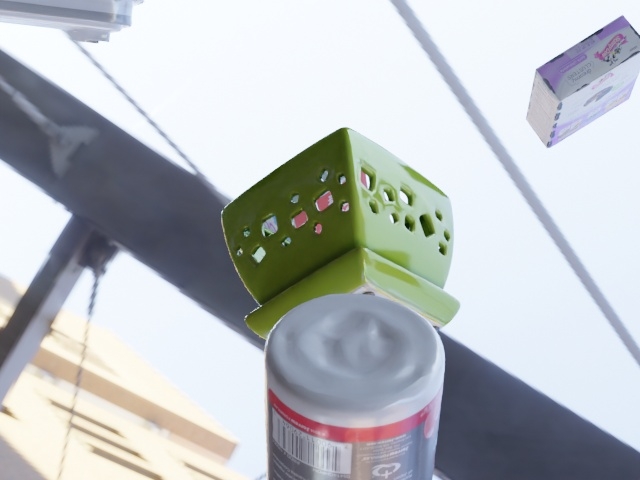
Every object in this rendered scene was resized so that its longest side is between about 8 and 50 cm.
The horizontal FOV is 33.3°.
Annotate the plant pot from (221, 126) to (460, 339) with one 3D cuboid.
[{"bbox_3d":[0.032,0.031,1.345,0.228,0.227,0.207,-32,-132,30],"label":"plant pot"}]

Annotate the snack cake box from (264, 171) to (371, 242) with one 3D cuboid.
[{"bbox_3d":[0.000,0.000,1.625,0.152,0.264,0.089,-34,-131,-23],"label":"snack cake box"}]

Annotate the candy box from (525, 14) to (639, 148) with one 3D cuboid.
[{"bbox_3d":[0.419,-0.248,1.698,0.165,0.196,0.070,-31,-108,-4],"label":"candy box"}]

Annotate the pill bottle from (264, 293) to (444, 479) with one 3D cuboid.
[{"bbox_3d":[0.030,0.228,1.106,0.176,0.318,0.176,1,-145,-1],"label":"pill bottle"}]

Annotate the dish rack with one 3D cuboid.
[{"bbox_3d":[-0.449,-0.349,1.624,0.285,0.333,0.072,-149,-115,-70],"label":"dish rack"}]
